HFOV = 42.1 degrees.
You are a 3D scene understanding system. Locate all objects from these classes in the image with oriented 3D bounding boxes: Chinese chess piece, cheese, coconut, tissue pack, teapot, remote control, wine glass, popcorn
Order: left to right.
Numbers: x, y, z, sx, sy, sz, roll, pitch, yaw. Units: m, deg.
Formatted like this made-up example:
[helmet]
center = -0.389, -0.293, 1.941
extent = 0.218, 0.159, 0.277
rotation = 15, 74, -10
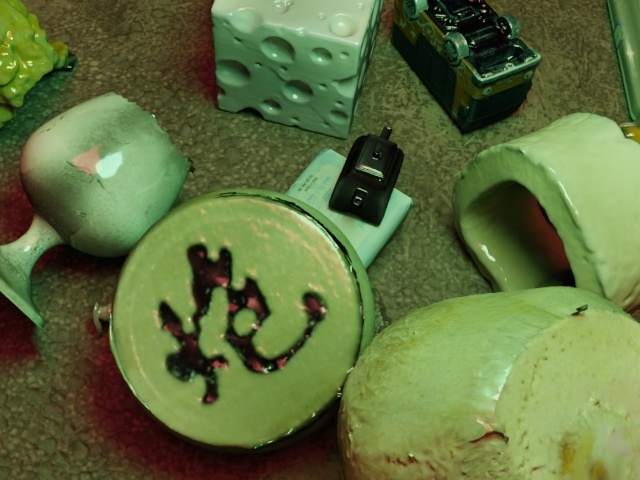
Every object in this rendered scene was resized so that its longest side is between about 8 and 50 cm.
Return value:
[popcorn]
center = -0.563, -0.294, 1.324
extent = 0.292, 0.237, 0.293
rotation = 0, 58, 0
[wine glass]
center = -0.354, -0.049, 1.200
extent = 0.238, 0.238, 0.323
rotation = 36, 74, 16
[Chinese chess piece]
center = -0.102, 0.104, 1.098
extent = 0.349, 0.146, 0.350
rotation = 0, 84, 3
[tissue pack]
center = 0.000, 0.000, 1.274
extent = 0.177, 0.089, 0.263
rotation = 32, 60, 11
[teapot]
center = 0.076, -0.107, 1.239
extent = 0.087, 0.096, 0.177
rotation = 21, 54, 3
[coconut]
center = 0.194, 0.251, 0.988
extent = 0.404, 0.405, 0.405
rotation = 2, 59, -3
[cheese]
center = 0.333, -0.012, 1.184
extent = 0.153, 0.332, 0.292
rotation = -23, 90, -16
[remote control]
center = 0.619, -0.354, 1.539
extent = 0.127, 0.066, 0.335
rotation = 4, 59, -4

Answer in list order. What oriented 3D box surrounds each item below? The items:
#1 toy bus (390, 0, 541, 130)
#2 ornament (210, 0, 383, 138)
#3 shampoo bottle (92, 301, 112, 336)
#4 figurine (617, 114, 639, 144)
[toy bus]
center = 0.243, -0.336, 1.446
extent = 0.138, 0.167, 0.275
rotation = -23, 59, -17
[ornament]
center = -0.031, -0.355, 1.393
extent = 0.239, 0.239, 0.240
rotation = 14, 60, 4
[shampoo bottle]
center = -0.227, 0.105, 1.211
extent = 0.204, 0.065, 0.065
rotation = -2, 59, -5
[figurine]
center = 0.521, -0.124, 1.311
extent = 0.332, 0.185, 0.205
rotation = -24, 77, -27
